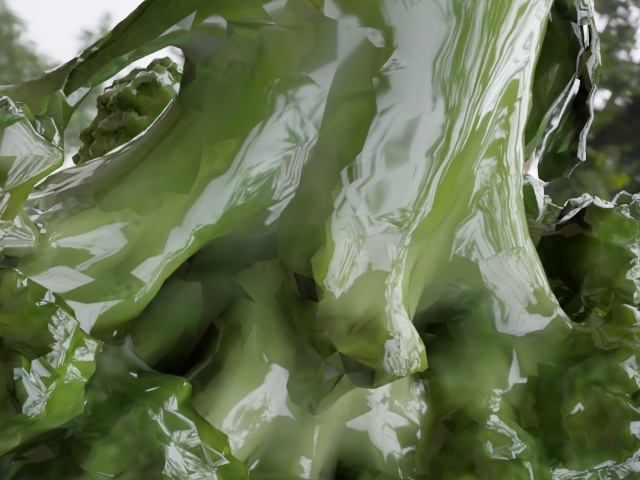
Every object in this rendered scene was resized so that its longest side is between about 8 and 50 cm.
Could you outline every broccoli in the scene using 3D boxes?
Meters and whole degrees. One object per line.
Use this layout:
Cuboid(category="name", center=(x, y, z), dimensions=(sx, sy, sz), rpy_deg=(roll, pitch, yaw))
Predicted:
Cuboid(category="broccoli", center=(-0.031, -0.012, 0.389), dimensions=(0.254, 0.302, 0.186), rpy_deg=(-27, -150, -12))

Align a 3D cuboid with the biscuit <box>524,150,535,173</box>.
Cuboid(category="biscuit", center=(0.000, -0.001, 0.861), dimensions=(0.250, 0.165, 0.036), rpy_deg=(-53, -146, 33))
